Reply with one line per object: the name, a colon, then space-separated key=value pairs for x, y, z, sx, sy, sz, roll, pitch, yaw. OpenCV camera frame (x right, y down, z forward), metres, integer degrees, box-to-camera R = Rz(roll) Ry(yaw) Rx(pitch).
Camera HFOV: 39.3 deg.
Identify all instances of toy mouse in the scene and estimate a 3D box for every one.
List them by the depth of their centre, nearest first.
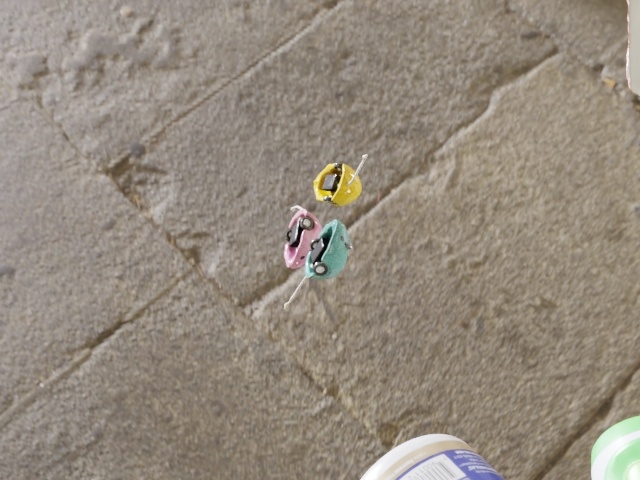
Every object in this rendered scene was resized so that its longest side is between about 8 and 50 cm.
toy mouse: x=0.000 y=0.000 z=0.838 sx=0.031 sy=0.161 sz=0.143 roll=20 pitch=81 yaw=-22

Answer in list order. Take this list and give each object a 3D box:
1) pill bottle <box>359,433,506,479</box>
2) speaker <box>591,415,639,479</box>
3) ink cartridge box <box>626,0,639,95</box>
pill bottle: x=0.142 y=0.289 z=0.713 sx=0.153 sy=0.153 sz=0.264 roll=-30 pitch=40 yaw=-17
speaker: x=0.353 y=0.313 z=0.853 sx=0.131 sy=0.131 sz=0.297 roll=-2 pitch=38 yaw=-3
ink cartridge box: x=0.213 y=-0.103 z=0.440 sx=0.232 sy=0.066 sz=0.189 roll=16 pitch=67 yaw=-23
